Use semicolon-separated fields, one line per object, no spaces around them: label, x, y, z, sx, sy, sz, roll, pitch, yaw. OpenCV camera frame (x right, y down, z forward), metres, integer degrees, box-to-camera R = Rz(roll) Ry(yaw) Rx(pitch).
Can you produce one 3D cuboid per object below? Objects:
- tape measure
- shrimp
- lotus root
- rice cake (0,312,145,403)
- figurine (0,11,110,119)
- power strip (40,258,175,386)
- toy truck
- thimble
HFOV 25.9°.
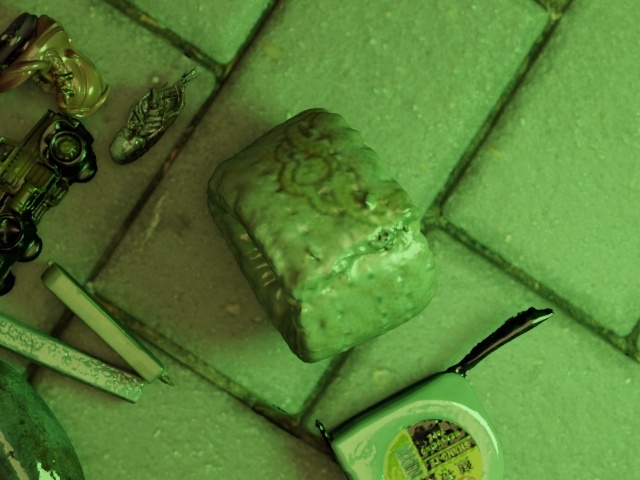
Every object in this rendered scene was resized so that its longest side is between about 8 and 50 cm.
tape measure;0.190;0.251;1.832;0.351;0.098;0.215;-28;93;-6
shrimp;-0.212;-0.164;1.780;0.056;0.065;0.165;32;85;15
lotus root;-0.403;0.241;1.718;0.158;0.140;0.322;-29;89;16
rice cake;-0.339;0.144;1.769;0.245;0.045;0.042;26;87;-9
figurine;-0.337;-0.218;1.736;0.157;0.126;0.114;25;129;-8
power strip;-0.270;0.111;1.763;0.227;0.080;0.029;45;86;-7
toy truck;-0.385;-0.051;1.726;0.127;0.127;0.257;38;83;7
thimble;0.000;0.000;1.705;0.195;0.291;0.291;-31;95;-9
